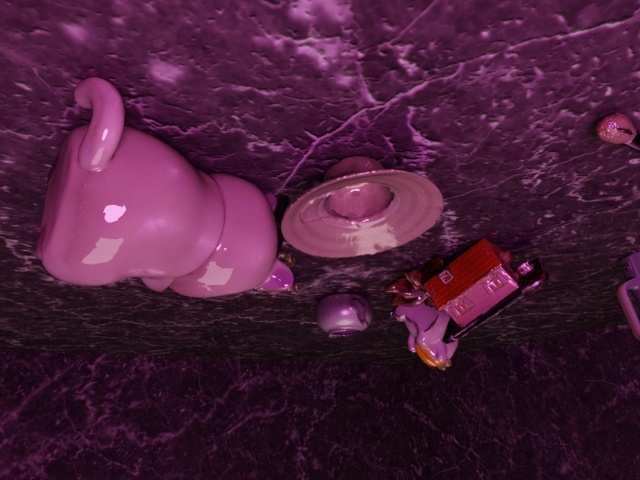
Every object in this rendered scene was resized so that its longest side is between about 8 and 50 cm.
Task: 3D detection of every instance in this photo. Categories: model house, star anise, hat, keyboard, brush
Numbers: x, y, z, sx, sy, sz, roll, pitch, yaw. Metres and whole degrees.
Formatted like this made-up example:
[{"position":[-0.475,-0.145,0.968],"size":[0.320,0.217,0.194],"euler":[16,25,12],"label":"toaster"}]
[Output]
[{"position":[0.388,0.101,1.101],"size":[0.294,0.154,0.207],"euler":[-43,174,24],"label":"model house"},{"position":[0.315,0.125,1.240],"size":[0.288,0.088,0.288],"euler":[-3,146,-2],"label":"star anise"},{"position":[0.059,-0.074,0.694],"size":[0.252,0.109,0.252],"euler":[-6,152,-3],"label":"hat"},{"position":[-0.082,-0.017,0.878],"size":[0.013,0.061,0.204],"euler":[18,156,0],"label":"keyboard"},{"position":[0.525,-0.144,0.689],"size":[0.299,0.039,0.042],"euler":[9,154,-30],"label":"brush"}]

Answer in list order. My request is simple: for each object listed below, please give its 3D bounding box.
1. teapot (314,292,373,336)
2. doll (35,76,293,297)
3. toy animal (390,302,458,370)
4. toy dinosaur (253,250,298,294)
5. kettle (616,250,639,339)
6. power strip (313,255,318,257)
[{"position":[0.078,0.252,1.459],"size":[0.193,0.129,0.294],"euler":[8,155,-23],"label":"teapot"},{"position":[-0.221,-0.029,0.634],"size":[0.226,0.215,0.370],"euler":[-31,147,19],"label":"doll"},{"position":[0.388,0.305,1.522],"size":[0.183,0.247,0.310],"euler":[0,149,39],"label":"toy animal"},{"position":[-0.212,0.075,1.055],"size":[0.301,0.087,0.447],"euler":[-3,153,4],"label":"toy dinosaur"},{"position":[0.916,0.152,1.193],"size":[0.211,0.243,0.160],"euler":[2,157,-10],"label":"kettle"},{"position":[0.000,0.000,0.971],"size":[0.076,0.028,0.169],"euler":[-9,155,13],"label":"power strip"}]
